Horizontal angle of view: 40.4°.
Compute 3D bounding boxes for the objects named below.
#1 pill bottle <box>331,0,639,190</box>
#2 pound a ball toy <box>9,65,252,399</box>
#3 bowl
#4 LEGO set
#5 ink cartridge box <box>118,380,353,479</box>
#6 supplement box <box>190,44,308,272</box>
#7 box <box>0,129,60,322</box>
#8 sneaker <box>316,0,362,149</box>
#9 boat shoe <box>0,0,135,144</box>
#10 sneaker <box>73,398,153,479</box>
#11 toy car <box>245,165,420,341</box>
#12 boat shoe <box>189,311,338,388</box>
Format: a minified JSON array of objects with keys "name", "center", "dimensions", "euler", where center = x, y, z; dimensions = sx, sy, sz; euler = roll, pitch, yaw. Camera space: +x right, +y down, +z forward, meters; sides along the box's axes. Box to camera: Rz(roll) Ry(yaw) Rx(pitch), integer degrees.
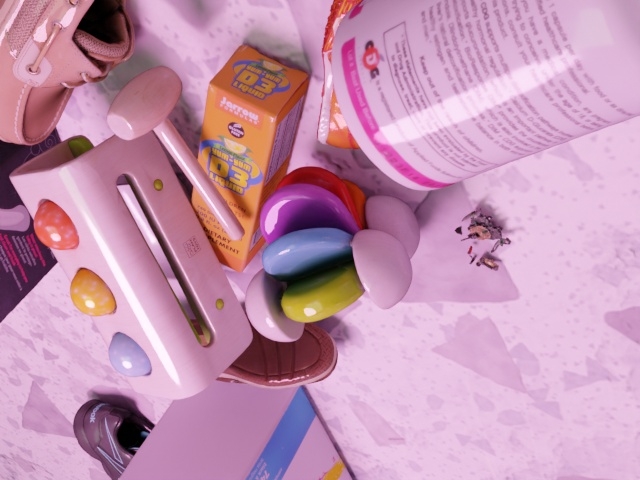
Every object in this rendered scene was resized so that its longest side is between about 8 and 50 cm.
[{"name":"pill bottle","center":[0.159,-0.148,0.599],"dimensions":[0.283,0.160,0.160],"euler":[-20,117,42]},{"name":"pound a ball toy","center":[-0.182,0.008,0.866],"dimensions":[0.208,0.136,0.319],"euler":[-1,122,44]},{"name":"bowl","center":[-0.191,-0.022,1.014],"dimensions":[0.142,0.053,0.142],"euler":[-5,126,34]},{"name":"LEGO set","center":[0.158,-0.005,0.843],"dimensions":[0.054,0.023,0.083],"euler":[26,151,11]},{"name":"ink cartridge box","center":[-0.095,0.353,1.198],"dimensions":[0.198,0.197,0.270],"euler":[-3,127,34]},{"name":"supplement box","center":[-0.079,-0.075,0.876],"dimensions":[0.078,0.080,0.233],"euler":[26,137,9]},{"name":"box","center":[-0.417,-0.007,1.003],"dimensions":[0.143,0.270,0.165],"euler":[11,133,24]},{"name":"sneaker","center":[0.033,-0.154,0.758],"dimensions":[0.068,0.064,0.175],"euler":[6,140,4]},{"name":"boat shoe","center":[-0.242,-0.197,0.830],"dimensions":[0.110,0.121,0.341],"euler":[35,137,-1]},{"name":"sneaker","center":[-0.293,0.368,1.409],"dimensions":[0.106,0.101,0.267],"euler":[-12,122,36]},{"name":"toy car","center":[0.000,0.000,0.828],"dimensions":[0.159,0.182,0.136],"euler":[-20,112,22]},{"name":"boat shoe","center":[-0.086,0.137,1.091],"dimensions":[0.258,0.095,0.095],"euler":[2,164,27]}]
